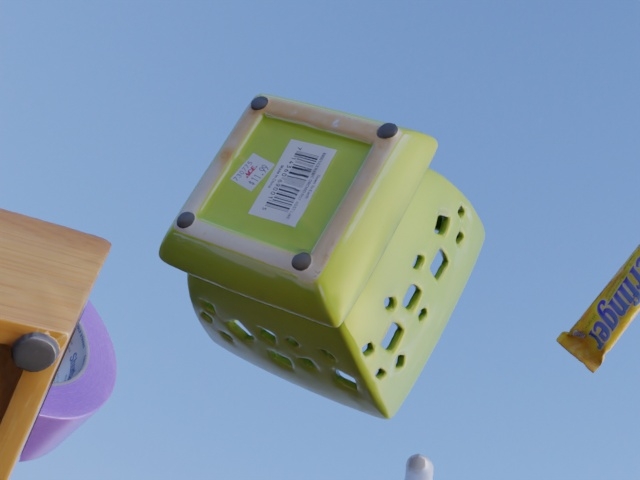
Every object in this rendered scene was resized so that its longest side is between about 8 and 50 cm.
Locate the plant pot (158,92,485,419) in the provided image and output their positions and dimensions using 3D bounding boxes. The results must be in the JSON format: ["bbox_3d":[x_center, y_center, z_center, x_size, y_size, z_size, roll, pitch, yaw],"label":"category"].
[{"bbox_3d":[0.000,0.000,0.833,0.227,0.228,0.207,19,-23,29],"label":"plant pot"}]

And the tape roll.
[{"bbox_3d":[-0.370,0.114,1.016,0.090,0.275,0.275,-42,-76,17],"label":"tape roll"}]

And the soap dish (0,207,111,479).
[{"bbox_3d":[-0.281,0.103,0.520,0.228,0.118,0.291,18,-70,-27],"label":"soap dish"}]

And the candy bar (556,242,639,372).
[{"bbox_3d":[0.247,0.033,0.693,0.040,0.018,0.162,41,-63,21],"label":"candy bar"}]

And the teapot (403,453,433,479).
[{"bbox_3d":[0.090,0.406,0.913,0.256,0.187,0.252,-47,-105,10],"label":"teapot"}]
